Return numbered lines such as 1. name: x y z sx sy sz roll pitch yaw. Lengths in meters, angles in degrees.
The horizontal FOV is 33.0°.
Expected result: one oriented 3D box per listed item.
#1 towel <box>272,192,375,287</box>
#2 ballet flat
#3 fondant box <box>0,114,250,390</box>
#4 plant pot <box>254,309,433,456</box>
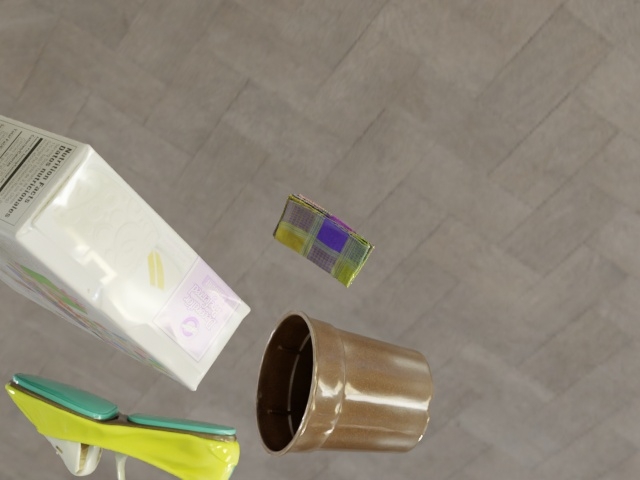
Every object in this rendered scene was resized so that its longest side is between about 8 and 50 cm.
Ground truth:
1. towel: 0.000 0.000 0.916 0.083 0.009 0.060 34 135 4
2. ballet flat: -0.189 0.185 0.989 0.231 0.077 0.077 13 89 9
3. fondant box: -0.250 -0.009 0.980 0.330 0.096 0.238 21 159 44
4. plant pot: 0.031 0.175 1.254 0.165 0.167 0.167 11 134 -23
